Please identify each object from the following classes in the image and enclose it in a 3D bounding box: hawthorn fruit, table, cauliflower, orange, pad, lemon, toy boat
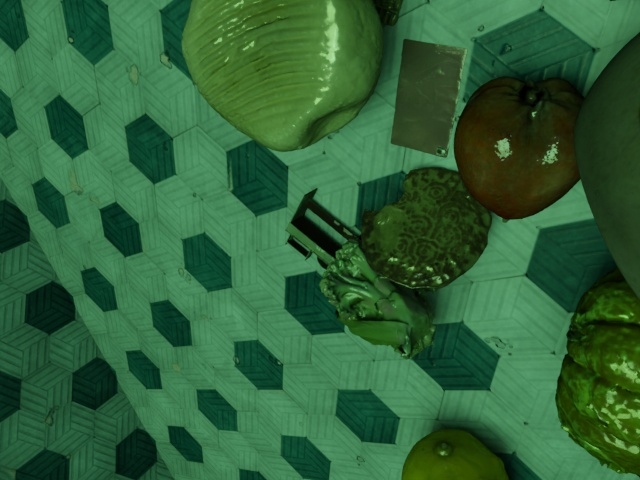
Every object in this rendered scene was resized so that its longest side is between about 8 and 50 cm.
[{"bbox_3d":[0.295,-0.116,0.784,0.200,0.199,0.251,22,139,25],"label":"hawthorn fruit"},{"bbox_3d":[0.000,0.000,1.132,0.146,0.062,0.175,39,128,12],"label":"table"},{"bbox_3d":[0.137,0.122,0.969,0.315,0.239,0.256,-126,19,-67],"label":"cauliflower"},{"bbox_3d":[0.464,0.191,0.744,0.223,0.300,0.301,18,121,33],"label":"orange"},{"bbox_3d":[0.181,-0.243,0.902,0.113,0.006,0.187,21,125,26],"label":"pad"},{"bbox_3d":[0.289,0.537,1.113,0.234,0.233,0.288,-3,114,37],"label":"lemon"},{"bbox_3d":[0.110,-0.416,0.850,0.063,0.016,0.115,29,129,20],"label":"toy boat"}]

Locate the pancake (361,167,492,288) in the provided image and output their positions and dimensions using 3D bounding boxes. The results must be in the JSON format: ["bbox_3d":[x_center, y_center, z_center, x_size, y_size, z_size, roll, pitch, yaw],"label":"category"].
[{"bbox_3d":[0.182,-0.022,0.909,0.235,0.029,0.212,-34,66,1],"label":"pancake"}]

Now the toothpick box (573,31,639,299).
[{"bbox_3d":[0.516,-0.097,0.482,0.425,0.409,0.408,-28,97,44],"label":"toothpick box"}]

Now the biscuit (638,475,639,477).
[{"bbox_3d":[0.638,0.415,0.835,0.287,0.057,0.343,29,147,47],"label":"biscuit"}]

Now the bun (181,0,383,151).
[{"bbox_3d":[-0.049,-0.335,0.867,0.349,0.227,0.352,-2,116,36],"label":"bun"}]
